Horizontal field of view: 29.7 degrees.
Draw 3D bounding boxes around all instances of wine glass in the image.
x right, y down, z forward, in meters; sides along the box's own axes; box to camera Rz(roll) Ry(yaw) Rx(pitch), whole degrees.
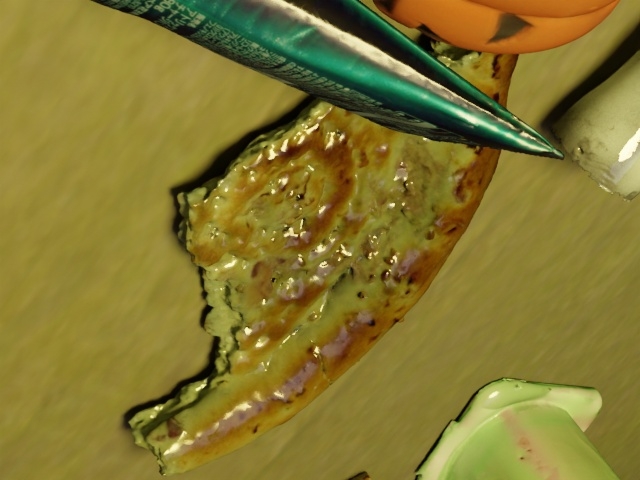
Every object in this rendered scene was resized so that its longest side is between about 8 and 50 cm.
[{"bbox_3d":[0.214,-0.102,0.726,0.072,0.072,0.155,20,117,-41],"label":"wine glass"}]

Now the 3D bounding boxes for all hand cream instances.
[{"bbox_3d":[-0.022,-0.095,0.535,0.270,0.120,0.061,27,85,-28],"label":"hand cream"}]

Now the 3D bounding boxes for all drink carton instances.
[{"bbox_3d":[0.175,0.210,0.935,0.146,0.142,0.144,9,124,-38],"label":"drink carton"}]

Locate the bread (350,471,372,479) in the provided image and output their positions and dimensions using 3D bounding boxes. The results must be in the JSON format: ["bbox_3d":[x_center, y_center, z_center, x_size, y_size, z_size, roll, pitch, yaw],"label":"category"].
[{"bbox_3d":[0.013,0.213,0.914,0.083,0.047,0.036,-39,107,4],"label":"bread"}]

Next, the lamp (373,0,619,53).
[{"bbox_3d":[0.086,-0.169,0.495,0.164,0.187,0.187,20,121,-6],"label":"lamp"}]

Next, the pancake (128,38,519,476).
[{"bbox_3d":[0.003,0.003,0.709,0.197,0.054,0.376,12,120,-37],"label":"pancake"}]
